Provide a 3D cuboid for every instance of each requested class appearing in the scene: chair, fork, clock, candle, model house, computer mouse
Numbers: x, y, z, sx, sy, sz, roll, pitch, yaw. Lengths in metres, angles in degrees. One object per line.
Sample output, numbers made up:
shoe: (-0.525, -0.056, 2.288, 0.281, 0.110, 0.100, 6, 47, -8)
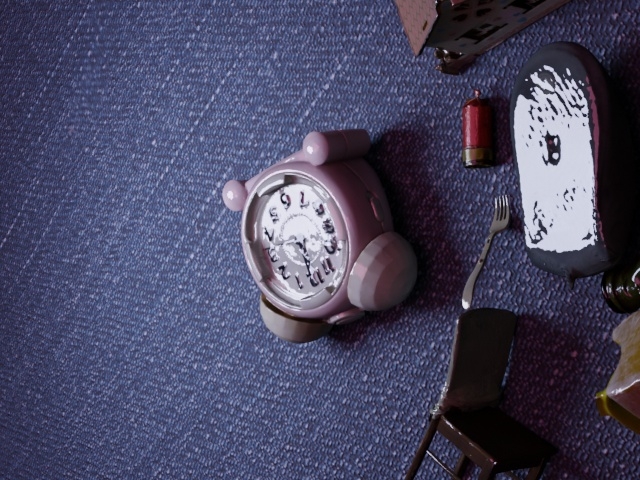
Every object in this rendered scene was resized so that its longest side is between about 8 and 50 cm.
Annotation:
chair: (0.268, 0.288, 1.879, 0.186, 0.160, 0.319, 37, 115, 44)
fork: (0.268, 0.021, 1.900, 0.034, 0.028, 0.219, -4, 51, 37)
clock: (0.000, 0.000, 2.127, 0.342, 0.184, 0.325, -29, 74, 45)
candle: (0.259, -0.185, 1.960, 0.052, 0.052, 0.130, -4, 86, 44)
model house: (0.229, -0.404, 1.860, 0.326, 0.244, 0.169, -27, 73, 42)
computer mouse: (0.388, -0.111, 1.784, 0.188, 0.122, 0.371, -4, 87, 55)

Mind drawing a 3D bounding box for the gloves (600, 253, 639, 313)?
gloves: (0.507, 0.022, 1.679, 0.107, 0.135, 0.268, 31, 140, -4)

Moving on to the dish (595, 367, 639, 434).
dish: (0.519, 0.175, 1.644, 0.262, 0.221, 0.108, -47, 18, 43)

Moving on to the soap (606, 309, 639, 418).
soap: (0.567, 0.169, 1.440, 0.293, 0.335, 0.156, -40, 22, 48)
